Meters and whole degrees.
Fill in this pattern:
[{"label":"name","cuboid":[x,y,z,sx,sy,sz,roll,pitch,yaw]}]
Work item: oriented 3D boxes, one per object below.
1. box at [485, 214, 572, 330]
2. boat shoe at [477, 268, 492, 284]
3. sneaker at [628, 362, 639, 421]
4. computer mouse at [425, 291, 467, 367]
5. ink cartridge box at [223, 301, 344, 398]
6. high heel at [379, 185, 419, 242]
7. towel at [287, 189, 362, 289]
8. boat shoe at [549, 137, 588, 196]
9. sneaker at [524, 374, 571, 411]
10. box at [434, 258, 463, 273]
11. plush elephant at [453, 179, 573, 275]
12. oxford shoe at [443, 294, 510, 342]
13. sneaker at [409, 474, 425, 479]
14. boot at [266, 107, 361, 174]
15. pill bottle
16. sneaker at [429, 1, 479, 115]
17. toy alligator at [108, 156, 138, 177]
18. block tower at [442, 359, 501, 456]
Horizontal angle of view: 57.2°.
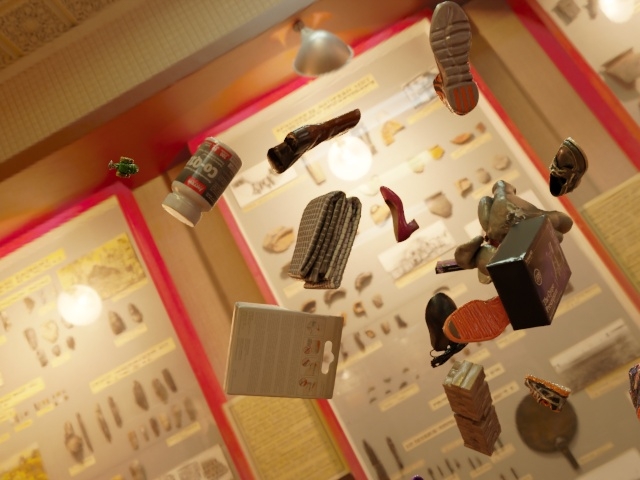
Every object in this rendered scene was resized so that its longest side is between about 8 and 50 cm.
[{"label":"box","cuboid":[0.529,0.075,1.475,0.103,0.184,0.261,-20,14,40]},{"label":"boat shoe","cuboid":[0.662,0.049,2.213,0.079,0.255,0.095,21,-10,-38]},{"label":"sneaker","cuboid":[0.639,0.259,1.139,0.083,0.087,0.221,-6,-58,-4]},{"label":"computer mouse","cuboid":[0.432,0.298,1.983,0.188,0.272,0.072,-33,31,-22]},{"label":"ink cartridge box","cuboid":[-0.128,0.389,2.059,0.384,0.309,0.091,7,2,-17]},{"label":"high heel","cuboid":[0.296,-0.109,2.432,0.117,0.244,0.082,-35,-2,-17]},{"label":"towel","cuboid":[0.000,0.000,1.721,0.121,0.284,0.235,21,-9,-18]},{"label":"boat shoe","cuboid":[0.894,-0.255,2.145,0.099,0.116,0.319,-36,-28,0]},{"label":"sneaker","cuboid":[0.729,0.497,1.924,0.084,0.083,0.215,17,-4,-8]},{"label":"box","cuboid":[0.484,0.082,2.046,0.162,0.029,0.116,-9,7,16]},{"label":"plush elephant","cuboid":[0.561,0.004,1.765,0.330,0.271,0.256,-25,-38,-57]},{"label":"oxford shoe","cuboid":[0.501,0.253,1.831,0.363,0.130,0.133,-11,-20,-34]},{"label":"sneaker","cuboid":[0.354,0.857,1.895,0.095,0.236,0.105,-15,-51,-29]},{"label":"boot","cuboid":[-0.027,-0.337,1.959,0.280,0.096,0.264,-29,-10,-33]},{"label":"pill bottle","cuboid":[-0.409,-0.199,2.027,0.283,0.161,0.161,-57,-11,-14]},{"label":"sneaker","cuboid":[0.375,-0.526,1.741,0.124,0.322,0.180,-9,8,-1]},{"label":"toy alligator","cuboid":[-0.564,-0.209,1.706,0.051,0.056,0.190,15,5,-6]},{"label":"block tower","cuboid":[0.442,0.484,1.699,0.097,0.090,0.336,-48,-48,-31]}]
